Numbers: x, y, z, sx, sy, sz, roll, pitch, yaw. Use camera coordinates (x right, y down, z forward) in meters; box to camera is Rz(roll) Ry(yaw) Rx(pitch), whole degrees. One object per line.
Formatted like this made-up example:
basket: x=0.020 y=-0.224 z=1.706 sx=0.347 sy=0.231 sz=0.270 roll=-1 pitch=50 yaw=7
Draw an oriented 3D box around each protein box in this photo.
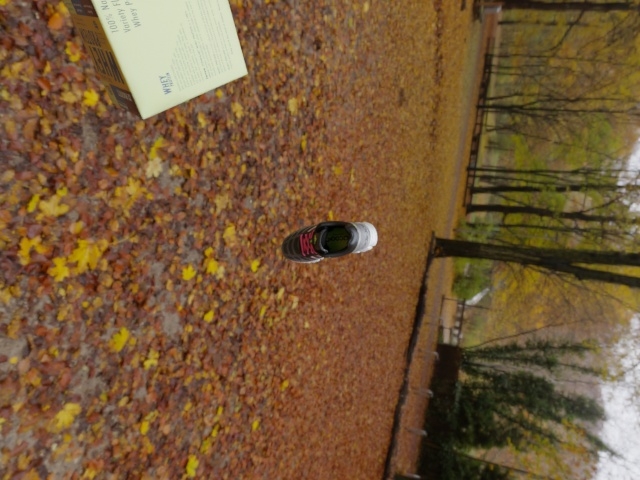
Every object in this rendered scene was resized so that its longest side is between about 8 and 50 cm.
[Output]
protein box: x=-0.257 y=-0.334 z=0.749 sx=0.201 sy=0.136 sz=0.200 roll=-35 pitch=132 yaw=-26

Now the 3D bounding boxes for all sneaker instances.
sneaker: x=0.000 y=0.000 z=0.753 sx=0.074 sy=0.170 sz=0.063 roll=6 pitch=78 yaw=-61
